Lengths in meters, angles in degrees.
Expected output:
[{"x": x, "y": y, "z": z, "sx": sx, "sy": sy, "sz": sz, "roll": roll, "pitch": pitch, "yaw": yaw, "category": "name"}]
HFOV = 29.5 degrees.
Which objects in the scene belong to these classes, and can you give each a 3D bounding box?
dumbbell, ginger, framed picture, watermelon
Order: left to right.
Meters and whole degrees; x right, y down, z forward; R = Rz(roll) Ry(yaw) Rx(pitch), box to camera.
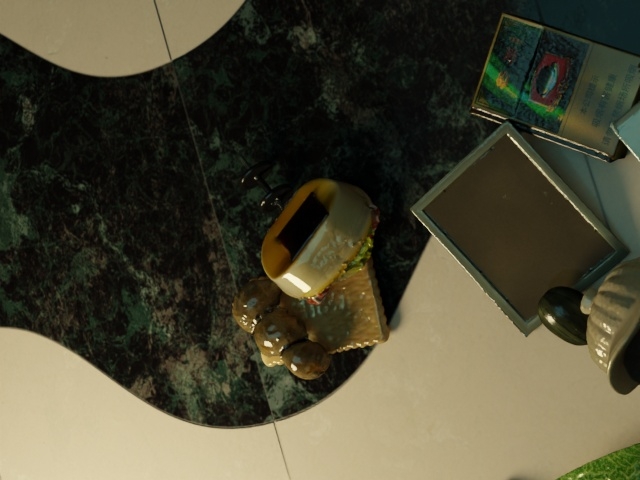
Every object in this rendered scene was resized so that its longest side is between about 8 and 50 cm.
[{"x": -0.093, "y": -0.091, "z": 2.061, "sx": 0.069, "sy": 0.069, "sz": 0.147, "roll": -48, "pitch": 70, "yaw": 23, "category": "dumbbell"}, {"x": -0.066, "y": 0.152, "z": 2.019, "sx": 0.104, "sy": 0.080, "sz": 0.204, "roll": -46, "pitch": 69, "yaw": 18, "category": "ginger"}, {"x": 0.299, "y": -0.016, "z": 1.842, "sx": 0.217, "sy": 0.017, "sz": 0.274, "roll": -41, "pitch": 89, "yaw": 25, "category": "framed picture"}, {"x": 0.373, "y": 0.113, "z": 1.802, "sx": 0.110, "sy": 0.078, "sz": 0.078, "roll": 34, "pitch": 112, "yaw": -12, "category": "watermelon"}]

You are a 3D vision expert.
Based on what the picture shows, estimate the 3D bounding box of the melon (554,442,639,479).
[{"x": 0.463, "y": 0.356, "z": 1.705, "sx": 0.196, "sy": 0.124, "sz": 0.323, "roll": 48, "pitch": 134, "yaw": 10, "category": "melon"}]

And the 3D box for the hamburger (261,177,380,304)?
[{"x": 0.000, "y": 0.000, "z": 1.974, "sx": 0.210, "sy": 0.116, "sz": 0.173, "roll": -55, "pitch": 39, "yaw": 7, "category": "hamburger"}]

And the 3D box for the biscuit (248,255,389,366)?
[{"x": -0.006, "y": 0.117, "z": 2.047, "sx": 0.249, "sy": 0.030, "sz": 0.160, "roll": -16, "pitch": 85, "yaw": 29, "category": "biscuit"}]

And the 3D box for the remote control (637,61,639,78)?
[{"x": 0.602, "y": -0.150, "z": 1.565, "sx": 0.398, "sy": 0.062, "sz": 0.145, "roll": 37, "pitch": 105, "yaw": 10, "category": "remote control"}]

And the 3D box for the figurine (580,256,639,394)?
[{"x": 0.533, "y": 0.138, "z": 1.693, "sx": 0.332, "sy": 0.204, "sz": 0.185, "roll": 12, "pitch": 99, "yaw": -1, "category": "figurine"}]

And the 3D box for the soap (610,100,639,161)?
[{"x": 0.542, "y": -0.183, "z": 1.655, "sx": 0.261, "sy": 0.094, "sz": 0.150, "roll": -41, "pitch": 90, "yaw": 17, "category": "soap"}]

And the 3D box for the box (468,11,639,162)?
[{"x": 0.358, "y": -0.228, "z": 1.801, "sx": 0.240, "sy": 0.071, "sz": 0.159, "roll": 23, "pitch": 107, "yaw": 25, "category": "box"}]
